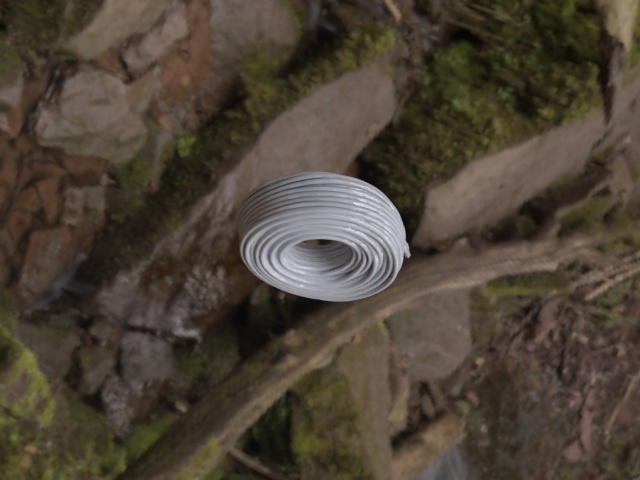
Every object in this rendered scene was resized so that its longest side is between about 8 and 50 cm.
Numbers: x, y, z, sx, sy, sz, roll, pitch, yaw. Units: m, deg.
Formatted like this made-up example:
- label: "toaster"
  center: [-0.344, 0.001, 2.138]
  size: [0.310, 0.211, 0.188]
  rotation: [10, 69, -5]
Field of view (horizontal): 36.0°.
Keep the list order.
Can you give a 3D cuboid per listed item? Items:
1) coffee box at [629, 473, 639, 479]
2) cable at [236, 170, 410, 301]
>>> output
- label: "coffee box"
  center: [0.620, 0.520, 1.595]
  size: [0.119, 0.297, 0.168]
  rotation: [-5, 112, -45]
- label: "cable"
  center: [0.000, 0.000, 1.493]
  size: [0.257, 0.257, 0.089]
  rotation: [70, 19, -54]
